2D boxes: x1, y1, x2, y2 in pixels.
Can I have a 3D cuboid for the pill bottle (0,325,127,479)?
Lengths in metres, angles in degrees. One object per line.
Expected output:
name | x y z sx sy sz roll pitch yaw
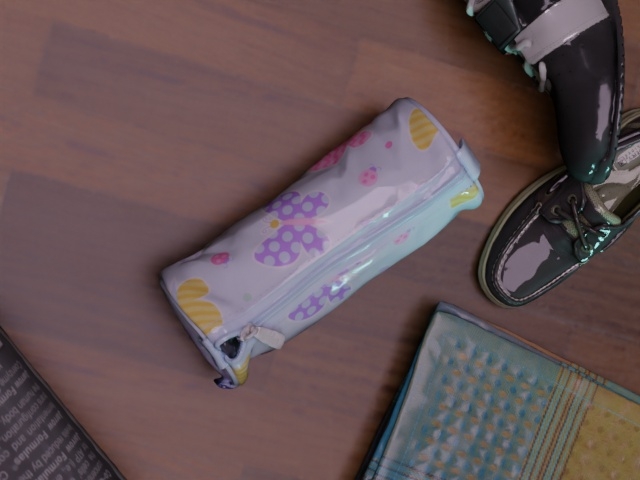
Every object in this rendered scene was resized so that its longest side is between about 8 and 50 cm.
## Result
pill bottle | -0.250 0.217 1.298 0.204 0.204 0.361 -39 99 -8

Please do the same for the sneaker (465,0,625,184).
sneaker | 0.168 -0.201 1.419 0.146 0.122 0.331 -7 79 -3

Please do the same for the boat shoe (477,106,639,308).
boat shoe | 0.226 -0.030 1.457 0.223 0.073 0.080 -43 99 -8

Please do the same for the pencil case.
pencil case | 0.000 0.000 1.385 0.273 0.124 0.113 -37 99 -9

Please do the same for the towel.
towel | 0.203 0.248 1.482 0.370 0.040 0.271 26 88 -14
